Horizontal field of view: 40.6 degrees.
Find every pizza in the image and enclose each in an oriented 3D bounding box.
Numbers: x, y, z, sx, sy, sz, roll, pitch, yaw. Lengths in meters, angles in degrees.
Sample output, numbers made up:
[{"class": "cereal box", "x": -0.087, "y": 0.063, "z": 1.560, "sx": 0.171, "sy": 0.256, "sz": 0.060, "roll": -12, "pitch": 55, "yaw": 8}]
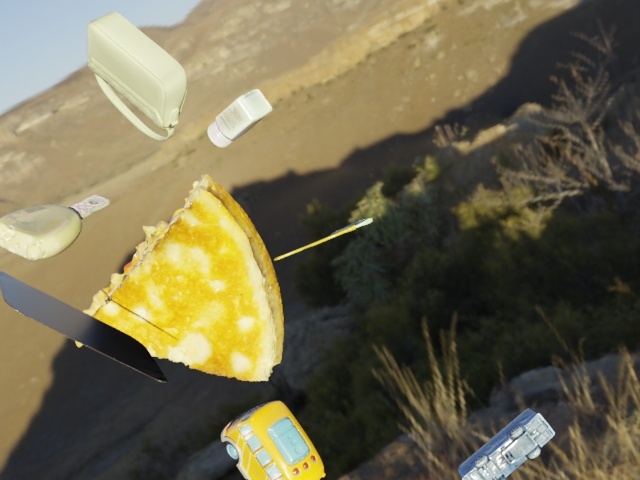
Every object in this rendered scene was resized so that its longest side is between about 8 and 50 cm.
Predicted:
[{"class": "pizza", "x": -0.286, "y": 0.099, "z": 1.654, "sx": 0.406, "sy": 0.439, "sz": 0.130, "roll": -13, "pitch": 25, "yaw": 5}]

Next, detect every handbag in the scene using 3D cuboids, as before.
[{"class": "handbag", "x": -0.380, "y": -0.326, "z": 1.778, "sx": 0.079, "sy": 0.256, "sz": 0.219, "roll": -40, "pitch": -16, "yaw": -34}]

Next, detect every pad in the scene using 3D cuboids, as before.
[{"class": "pad", "x": -0.350, "y": 0.126, "z": 1.270, "sx": 0.004, "sy": 0.267, "sz": 0.181, "roll": -57, "pitch": 29, "yaw": 0}]

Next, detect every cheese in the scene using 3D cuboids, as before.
[{"class": "cheese", "x": -0.360, "y": -0.029, "z": 1.202, "sx": 0.097, "sy": 0.037, "sz": 0.192, "roll": 22, "pitch": 27, "yaw": 15}]

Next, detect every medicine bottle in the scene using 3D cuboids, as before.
[{"class": "medicine bottle", "x": -0.154, "y": -0.222, "z": 1.591, "sx": 0.118, "sy": 0.055, "sz": 0.074, "roll": -33, "pitch": 6, "yaw": 40}]

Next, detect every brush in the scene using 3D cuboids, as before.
[{"class": "brush", "x": 0.000, "y": 0.000, "z": 1.661, "sx": 0.205, "sy": 0.011, "sz": 0.083, "roll": -23, "pitch": 4, "yaw": -25}]

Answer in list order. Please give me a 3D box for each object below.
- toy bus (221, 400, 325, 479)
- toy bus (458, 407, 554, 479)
[{"class": "toy bus", "x": -0.086, "y": 0.421, "z": 1.716, "sx": 0.126, "sy": 0.209, "sz": 0.136, "roll": -26, "pitch": -13, "yaw": -42}, {"class": "toy bus", "x": 0.427, "y": 0.493, "z": 2.001, "sx": 0.236, "sy": 0.079, "sz": 0.094, "roll": -39, "pitch": 1, "yaw": -2}]
